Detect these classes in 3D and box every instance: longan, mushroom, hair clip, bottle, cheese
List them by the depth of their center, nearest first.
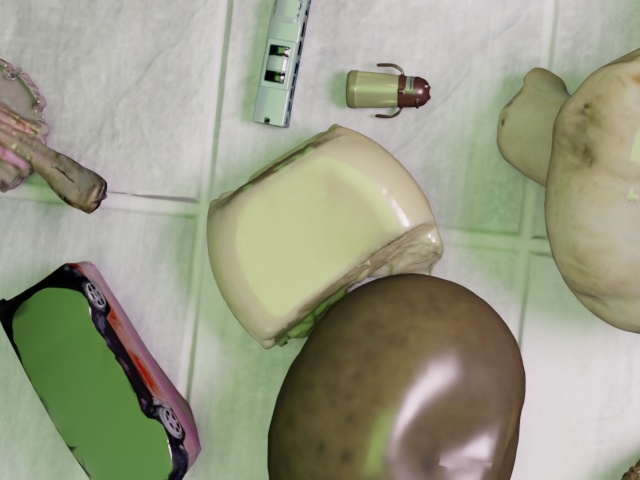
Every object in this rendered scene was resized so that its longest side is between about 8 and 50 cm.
[{"bbox_3d":[0.336,-0.076,1.279,0.314,0.314,0.336,-57,38,5],"label":"mushroom"},{"bbox_3d":[0.085,0.209,1.319,0.288,0.288,0.350,20,92,11],"label":"longan"},{"bbox_3d":[0.000,0.000,1.410,0.266,0.127,0.233,-34,86,11],"label":"cheese"},{"bbox_3d":[0.082,-0.178,1.438,0.101,0.047,0.063,3,126,7],"label":"bottle"},{"bbox_3d":[-0.376,-0.115,1.509,0.300,0.069,0.173,32,94,20],"label":"hair clip"}]

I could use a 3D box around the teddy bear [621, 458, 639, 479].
[{"bbox_3d":[0.442,0.252,1.325,0.251,0.182,0.129,-13,50,11],"label":"teddy bear"}]

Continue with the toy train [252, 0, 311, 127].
[{"bbox_3d":[-0.043,-0.243,1.461,0.043,0.047,0.207,11,92,10],"label":"toy train"}]

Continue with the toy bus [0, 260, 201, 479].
[{"bbox_3d":[-0.260,0.173,1.444,0.127,0.147,0.302,-34,85,9],"label":"toy bus"}]
